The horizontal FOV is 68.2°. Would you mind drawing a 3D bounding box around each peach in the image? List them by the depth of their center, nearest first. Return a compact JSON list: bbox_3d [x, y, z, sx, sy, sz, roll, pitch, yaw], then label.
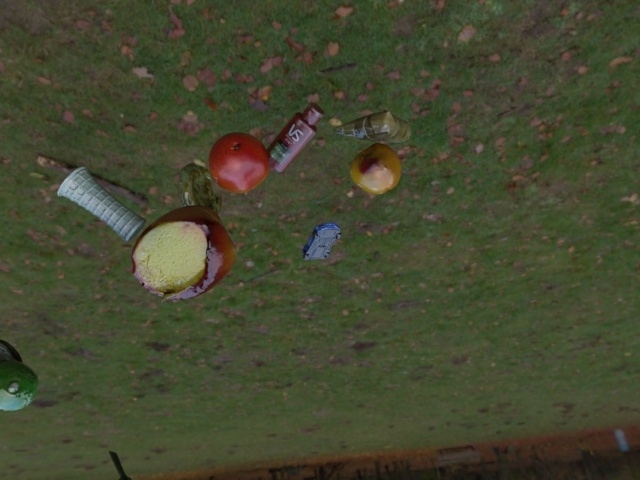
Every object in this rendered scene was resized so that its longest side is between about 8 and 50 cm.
[{"bbox_3d":[0.155,-0.193,1.307,0.138,0.138,0.138,-5,152,-2],"label":"peach"},{"bbox_3d":[-0.506,0.042,1.829,0.406,0.335,0.310,-38,-178,19],"label":"peach"}]

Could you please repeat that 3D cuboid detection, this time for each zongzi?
[{"bbox_3d":[0.154,-0.311,1.346,0.176,0.078,0.160,-5,172,37],"label":"zongzi"}]

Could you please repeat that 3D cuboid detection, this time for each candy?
[{"bbox_3d":[-0.489,0.598,1.180,0.097,0.097,0.323,15,177,-34],"label":"candy"}]

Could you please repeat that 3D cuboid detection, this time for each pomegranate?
[{"bbox_3d":[-0.297,-0.273,1.734,0.221,0.221,0.256,-6,145,-1],"label":"pomegranate"}]

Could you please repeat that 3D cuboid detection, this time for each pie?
[{"bbox_3d":[-0.532,-0.206,2.100,0.067,0.302,0.302,-14,151,15],"label":"pie"}]

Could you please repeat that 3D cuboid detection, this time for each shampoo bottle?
[{"bbox_3d":[-0.108,-0.423,1.938,0.314,0.118,0.076,-44,173,29],"label":"shampoo bottle"}]

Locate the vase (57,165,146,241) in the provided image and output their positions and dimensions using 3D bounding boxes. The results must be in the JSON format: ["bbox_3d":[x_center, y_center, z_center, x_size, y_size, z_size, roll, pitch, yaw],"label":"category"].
[{"bbox_3d":[-0.808,-0.127,1.768,0.299,0.143,0.143,40,137,-9],"label":"vase"}]

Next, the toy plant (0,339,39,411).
[{"bbox_3d":[-0.765,0.310,1.076,0.218,0.175,0.235,41,141,-21],"label":"toy plant"}]

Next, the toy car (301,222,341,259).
[{"bbox_3d":[0.000,0.000,1.651,0.103,0.063,0.216,-2,145,-24],"label":"toy car"}]
